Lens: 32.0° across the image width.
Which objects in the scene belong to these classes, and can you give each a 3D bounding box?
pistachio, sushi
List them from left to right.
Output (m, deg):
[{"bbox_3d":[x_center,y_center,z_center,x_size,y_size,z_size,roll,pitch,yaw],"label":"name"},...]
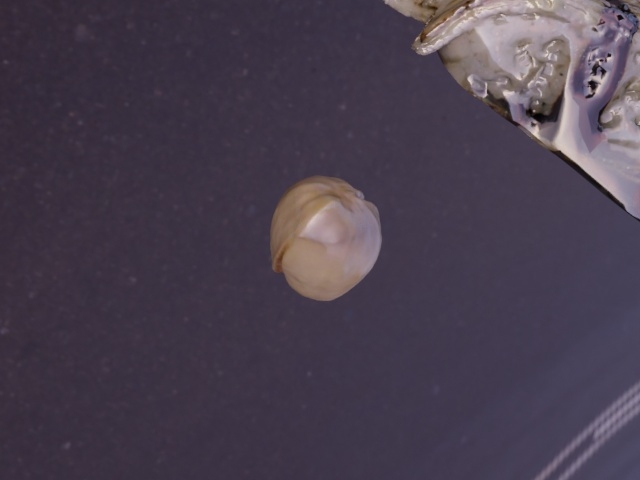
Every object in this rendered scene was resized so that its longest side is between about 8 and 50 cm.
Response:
[{"bbox_3d":[0.000,0.000,1.174,0.124,0.124,0.185,-56,173,-32],"label":"pistachio"},{"bbox_3d":[0.175,-0.130,0.750,0.109,0.273,0.134,-51,-173,30],"label":"sushi"}]
